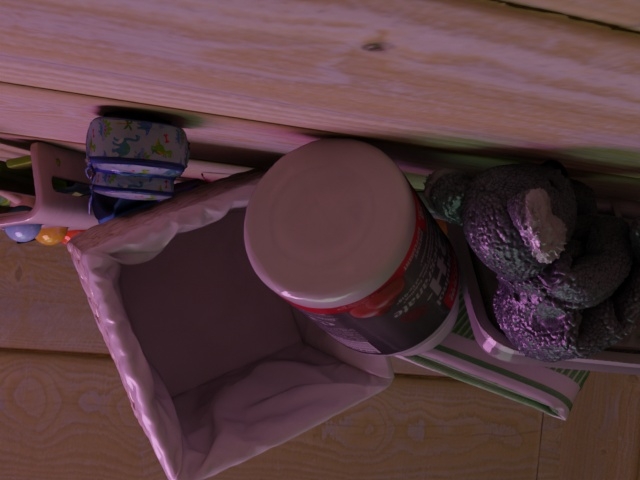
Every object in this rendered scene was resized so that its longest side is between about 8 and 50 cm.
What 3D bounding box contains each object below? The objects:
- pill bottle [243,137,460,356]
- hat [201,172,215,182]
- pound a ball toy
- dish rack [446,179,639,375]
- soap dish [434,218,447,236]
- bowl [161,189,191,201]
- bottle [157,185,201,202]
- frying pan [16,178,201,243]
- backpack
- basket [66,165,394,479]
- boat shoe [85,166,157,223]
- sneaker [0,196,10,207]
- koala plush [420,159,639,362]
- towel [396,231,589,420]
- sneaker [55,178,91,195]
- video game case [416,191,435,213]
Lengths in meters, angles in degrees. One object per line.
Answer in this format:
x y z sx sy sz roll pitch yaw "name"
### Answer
0.055 0.028 1.091 0.176 0.176 0.318 6 163 23 "pill bottle"
-0.072 -0.080 1.543 0.183 0.208 0.173 48 -162 -9 "hat"
-0.449 -0.053 1.529 0.208 0.135 0.319 -8 175 11 "pound a ball toy"
0.315 0.055 1.221 0.333 0.285 0.072 7 135 -14 "dish rack"
0.150 -0.005 2.235 0.229 0.118 0.291 7 178 -33 "soap dish"
-0.241 0.030 1.862 0.163 0.311 0.311 15 180 7 "bowl"
-0.287 -0.066 2.108 0.118 0.092 0.283 10 177 -24 "bottle"
-0.393 -0.062 1.753 0.326 0.053 0.197 -21 -179 15 "frying pan"
-0.183 -0.083 0.989 0.105 0.084 0.114 4 177 -12 "backpack"
-0.128 0.088 1.327 0.331 0.328 0.266 -23 -166 -17 "basket"
-0.281 -0.085 1.424 0.109 0.089 0.258 -22 180 -24 "boat shoe"
-0.645 -0.115 1.986 0.124 0.109 0.295 -18 172 12 "sneaker"
0.220 0.001 1.000 0.221 0.203 0.196 35 176 -39 "koala plush"
0.257 0.071 1.307 0.248 0.038 0.324 19 -133 16 "towel"
-0.479 -0.116 1.827 0.162 0.063 0.073 -5 164 31 "sneaker"
0.323 -0.041 1.612 0.329 0.036 0.300 5 179 35 "video game case"
